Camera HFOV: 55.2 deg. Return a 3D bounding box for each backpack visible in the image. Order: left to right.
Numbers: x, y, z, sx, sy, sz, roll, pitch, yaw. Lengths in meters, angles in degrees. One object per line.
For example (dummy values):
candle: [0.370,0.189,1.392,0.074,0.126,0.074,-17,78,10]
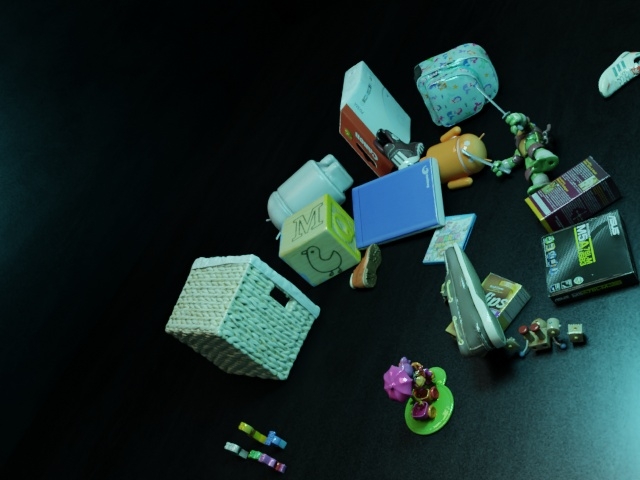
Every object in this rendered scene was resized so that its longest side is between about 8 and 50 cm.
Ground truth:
backpack: [0.462,-0.523,2.050,0.253,0.225,0.191,-24,39,14]

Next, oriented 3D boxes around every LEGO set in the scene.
LEGO set: [-0.183,0.553,1.677,0.227,0.093,0.087,-5,49,47]

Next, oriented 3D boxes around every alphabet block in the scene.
alphabet block: [0.000,0.000,2.020,0.197,0.192,0.194,-31,36,25]

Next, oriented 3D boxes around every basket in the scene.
basket: [-0.250,0.241,1.902,0.331,0.328,0.267,-5,51,47]

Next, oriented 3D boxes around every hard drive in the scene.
hard drive: [0.234,-0.108,1.909,0.318,0.040,0.211,-19,68,42]

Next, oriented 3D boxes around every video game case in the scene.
video game case: [0.369,-0.003,1.748,0.119,0.015,0.166,-6,48,47]

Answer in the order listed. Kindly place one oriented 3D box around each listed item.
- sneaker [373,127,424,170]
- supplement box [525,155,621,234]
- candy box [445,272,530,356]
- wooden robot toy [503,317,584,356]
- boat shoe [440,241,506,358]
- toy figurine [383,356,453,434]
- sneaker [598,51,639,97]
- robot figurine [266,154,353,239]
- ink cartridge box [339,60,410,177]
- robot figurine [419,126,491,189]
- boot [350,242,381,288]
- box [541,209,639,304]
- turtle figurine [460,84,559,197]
sneaker: [0.256,-0.320,2.039,0.106,0.162,0.281,-46,6,18]
supplement box: [0.618,-0.104,1.504,0.188,0.081,0.104,-36,32,16]
candy box: [0.400,0.175,1.466,0.187,0.053,0.109,-49,30,-8]
wooden robot toy: [0.481,0.192,1.336,0.173,0.076,0.079,-21,27,34]
boat shoe: [0.335,0.133,1.436,0.096,0.116,0.325,-31,38,18]
toy figurine: [0.213,0.329,1.403,0.130,0.159,0.173,-17,40,39]
sneaker: [0.836,-0.461,1.686,0.161,0.057,0.075,-48,25,-10]
robot figurine: [-0.050,-0.152,2.243,0.353,0.200,0.300,-40,30,8]
ink cartridge box: [0.198,-0.406,2.141,0.091,0.308,0.385,-28,35,29]
robot figurine: [0.413,-0.252,1.877,0.219,0.128,0.158,-17,41,38]
boot: [0.136,0.079,1.892,0.084,0.059,0.158,-20,40,44]
box: [0.604,0.039,1.389,0.184,0.045,0.191,-25,37,35]
turtle figurine: [0.519,-0.242,1.669,0.198,0.274,0.266,-59,27,34]
